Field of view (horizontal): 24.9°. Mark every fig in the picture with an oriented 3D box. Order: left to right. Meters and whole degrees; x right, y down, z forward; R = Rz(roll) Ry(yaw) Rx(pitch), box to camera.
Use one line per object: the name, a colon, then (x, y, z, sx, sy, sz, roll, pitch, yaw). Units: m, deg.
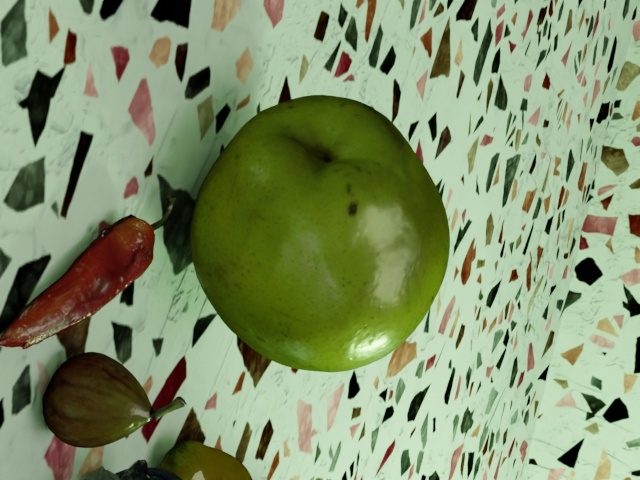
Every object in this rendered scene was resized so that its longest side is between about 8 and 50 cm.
fig: (-0.187, 0.152, 1.323, 0.089, 0.125, 0.089, 11, 90, -72)

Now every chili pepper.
chili pepper: (-0.202, 0.032, 1.316, 0.268, 0.050, 0.059, -46, 159, -51)

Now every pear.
pear: (0.000, 0.000, 1.501, 0.294, 0.294, 0.294, 14, 90, -69)

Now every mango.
mango: (-0.130, 0.284, 1.604, 0.163, 0.089, 0.111, 33, 61, -57)

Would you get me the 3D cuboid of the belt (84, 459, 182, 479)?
belt: (-0.209, 0.300, 1.363, 0.230, 0.140, 0.126, -40, 134, -53)
